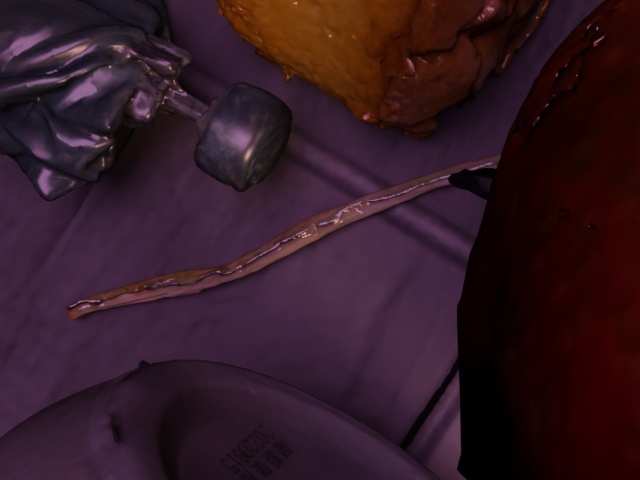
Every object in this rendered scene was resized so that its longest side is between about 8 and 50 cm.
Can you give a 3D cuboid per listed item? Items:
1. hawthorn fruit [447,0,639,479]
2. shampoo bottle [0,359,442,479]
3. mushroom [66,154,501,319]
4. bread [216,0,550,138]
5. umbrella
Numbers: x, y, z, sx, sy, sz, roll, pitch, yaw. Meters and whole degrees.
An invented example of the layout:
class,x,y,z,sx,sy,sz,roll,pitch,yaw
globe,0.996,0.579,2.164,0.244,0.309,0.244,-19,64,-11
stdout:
class,x,y,z,sx,sy,sz,roll,pitch,yaw
hawthorn fruit,0.193,0.033,0.419,0.316,0.316,0.316,-1,84,13
shampoo bottle,-0.055,0.209,0.461,0.273,0.273,0.266,36,101,14
mushroom,0.000,-0.004,0.603,0.286,0.028,0.026,-14,123,13
bread,0.052,-0.188,0.545,0.160,0.147,0.261,31,92,12
umbrella,-0.170,-0.116,0.616,0.348,0.094,0.143,27,84,13
